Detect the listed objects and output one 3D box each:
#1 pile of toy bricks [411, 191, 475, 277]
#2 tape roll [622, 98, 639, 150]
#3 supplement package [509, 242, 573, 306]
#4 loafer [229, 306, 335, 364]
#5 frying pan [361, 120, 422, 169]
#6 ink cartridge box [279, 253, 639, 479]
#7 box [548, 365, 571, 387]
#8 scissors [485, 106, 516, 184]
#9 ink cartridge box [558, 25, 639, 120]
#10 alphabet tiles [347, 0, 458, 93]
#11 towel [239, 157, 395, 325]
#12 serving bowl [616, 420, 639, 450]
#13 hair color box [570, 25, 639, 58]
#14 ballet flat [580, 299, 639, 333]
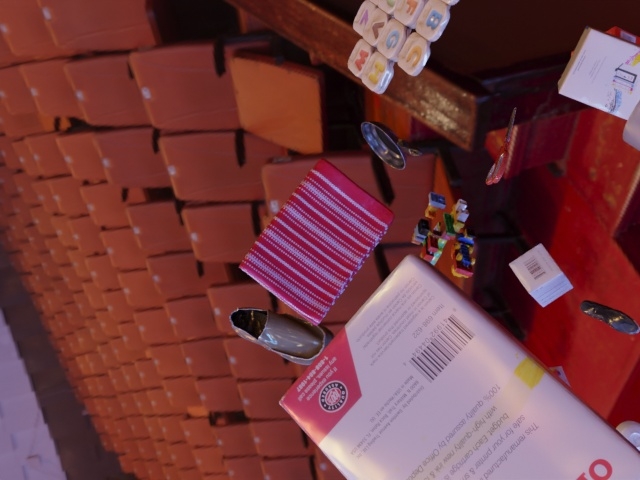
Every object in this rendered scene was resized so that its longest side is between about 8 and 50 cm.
[{"bbox_3d":[0.218,0.007,1.242,0.212,0.118,0.105,-83,14,-53],"label":"pile of toy bricks"},{"bbox_3d":[0.675,-0.260,1.253,0.072,0.219,0.219,44,159,26],"label":"tape roll"},{"bbox_3d":[0.612,0.098,1.832,0.179,0.105,0.105,31,-154,-57],"label":"supplement package"},{"bbox_3d":[-0.089,0.195,1.382,0.087,0.251,0.094,34,-112,-60],"label":"loafer"},{"bbox_3d":[0.218,-0.316,2.066,0.197,0.053,0.326,47,169,-2],"label":"frying pan"},{"bbox_3d":[0.184,0.250,0.881,0.385,0.279,0.160,44,-173,23],"label":"ink cartridge box"},{"bbox_3d":[0.526,0.386,1.530,0.038,0.145,0.186,105,156,-50],"label":"box"},{"bbox_3d":[0.558,-0.292,1.978,0.109,0.021,0.297,116,179,-75],"label":"scissors"},{"bbox_3d":[0.743,-0.414,1.662,0.171,0.233,0.168,-49,-18,-64],"label":"ink cartridge box"},{"bbox_3d":[0.131,-0.384,1.065,0.284,0.021,0.278,-62,31,23],"label":"alphabet tiles"},{"bbox_3d":[0.000,0.000,1.283,0.199,0.274,0.031,39,168,-11],"label":"towel"},{"bbox_3d":[0.745,0.473,1.580,0.027,0.084,0.083,107,147,-81],"label":"serving bowl"},{"bbox_3d":[0.784,-0.518,1.832,0.167,0.093,0.053,155,128,-66],"label":"hair color box"},{"bbox_3d":[0.819,0.211,1.874,0.173,0.049,0.057,30,114,39],"label":"ballet flat"}]
